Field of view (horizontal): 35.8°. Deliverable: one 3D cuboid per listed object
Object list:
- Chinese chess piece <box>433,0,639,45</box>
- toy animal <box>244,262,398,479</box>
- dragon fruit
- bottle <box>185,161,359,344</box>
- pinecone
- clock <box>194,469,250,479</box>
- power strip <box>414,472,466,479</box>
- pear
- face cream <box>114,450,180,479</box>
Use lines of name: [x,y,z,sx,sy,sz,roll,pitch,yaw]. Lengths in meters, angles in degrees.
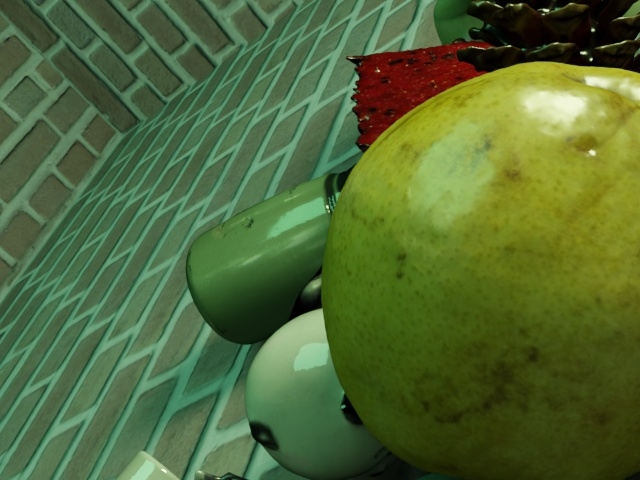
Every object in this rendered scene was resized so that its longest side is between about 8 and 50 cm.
Chinese chess piece: [0.328,-0.363,1.397,0.349,0.146,0.349,-37,21,16]
toy animal: [0.029,0.124,0.923,0.187,0.165,0.235,-29,15,26]
dragon fruit: [0.173,-0.157,1.171,0.282,0.100,0.343,-10,26,9]
bottle: [0.000,0.001,1.265,0.347,0.168,0.168,-27,25,26]
pinecone: [0.234,-0.133,0.935,0.247,0.292,0.246,-18,0,0]
clock: [-0.054,0.299,0.767,0.253,0.083,0.186,8,89,64]
power strip: [0.099,0.268,0.704,0.168,0.054,0.253,-27,25,39]
pear: [0.149,0.026,0.715,0.314,0.314,0.314,-37,21,17]
face cream: [-0.269,0.383,1.104,0.311,0.092,0.092,-51,22,-18]
